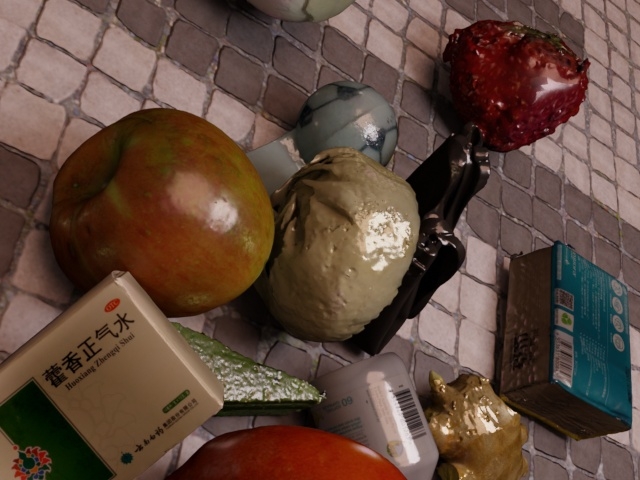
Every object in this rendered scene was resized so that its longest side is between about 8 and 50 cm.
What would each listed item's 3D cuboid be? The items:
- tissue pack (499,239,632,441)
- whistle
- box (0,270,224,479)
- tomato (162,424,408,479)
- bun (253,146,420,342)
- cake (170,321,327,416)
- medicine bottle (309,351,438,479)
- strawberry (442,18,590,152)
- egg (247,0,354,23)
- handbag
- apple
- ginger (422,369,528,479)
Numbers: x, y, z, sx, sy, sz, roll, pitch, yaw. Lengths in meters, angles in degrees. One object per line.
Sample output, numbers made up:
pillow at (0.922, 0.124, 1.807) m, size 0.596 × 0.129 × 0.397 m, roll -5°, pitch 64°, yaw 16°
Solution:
tissue pack at (0.393, 0.161, 1.436) m, size 0.192 × 0.134 × 0.271 m, roll 32°, pitch 51°, yaw -23°
whistle at (0.016, -0.142, 1.275) m, size 0.289 × 0.163 × 0.163 m, roll -33°, pitch 90°, yaw -45°
box at (-0.226, 0.158, 0.881) m, size 0.212 × 0.095 × 0.168 m, roll -40°, pitch 94°, yaw -2°
tomato at (-0.038, 0.351, 0.888) m, size 0.290 × 0.293 × 0.325 m, roll 38°, pitch 42°, yaw -37°
bun at (0.000, 0.000, 1.118) m, size 0.152 × 0.259 × 0.259 m, roll 28°, pitch 52°, yaw -26°
cake at (-0.113, 0.185, 1.032) m, size 0.235 × 0.100 × 0.099 m, roll 28°, pitch 54°, yaw -25°
medicine bottle at (0.075, 0.261, 1.121) m, size 0.135 × 0.135 × 0.215 m, roll -9°, pitch 73°, yaw -42°
strawberry at (0.332, -0.269, 1.577) m, size 0.274 × 0.220 × 0.274 m, roll 18°, pitch 22°, yaw -8°
egg at (-0.036, -0.474, 1.326) m, size 0.278 × 0.278 × 0.336 m, roll 23°, pitch 52°, yaw -29°
handbag at (0.136, -0.005, 1.234) m, size 0.113 × 0.257 × 0.285 m, roll 31°, pitch 50°, yaw 0°
apple at (-0.177, -0.022, 1.030) m, size 0.226 × 0.246 × 0.246 m, roll 40°, pitch 46°, yaw -37°
ginger at (0.207, 0.271, 1.249) m, size 0.157 × 0.102 × 0.216 m, roll -34°, pitch 96°, yaw -18°
